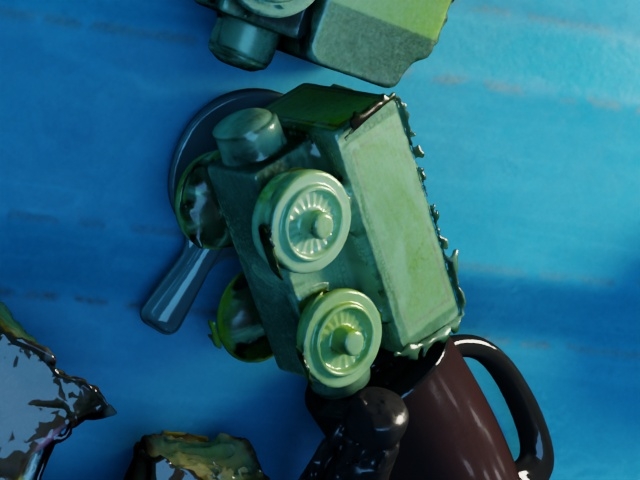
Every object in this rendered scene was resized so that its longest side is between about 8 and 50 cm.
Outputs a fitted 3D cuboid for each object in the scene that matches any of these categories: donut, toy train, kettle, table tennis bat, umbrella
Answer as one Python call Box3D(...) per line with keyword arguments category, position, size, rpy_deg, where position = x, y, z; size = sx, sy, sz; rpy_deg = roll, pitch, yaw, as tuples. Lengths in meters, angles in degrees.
Box3D(category="donut", position=(-0.232, 0.221, 1.553), size=(0.345, 0.136, 0.259), rpy_deg=(33, 92, -21))
Box3D(category="toy train", position=(0.014, -0.273, 1.513), size=(0.238, 0.167, 0.299), rpy_deg=(16, 97, -26))
Box3D(category="kettle", position=(0.114, 0.185, 1.671), size=(0.202, 0.144, 0.232), rpy_deg=(-48, 120, -32))
Box3D(category="table tennis bat", position=(-0.083, -0.023, 1.601), size=(0.149, 0.038, 0.237), rpy_deg=(32, 88, -28))
Box3D(category="toy train", position=(0.000, 0.000, 1.549), size=(0.188, 0.159, 0.271), rpy_deg=(-34, 119, -29))
Box3D(category="umbrella", position=(-0.009, 0.266, 1.591), size=(0.106, 0.113, 0.357), rpy_deg=(27, 123, 12))
